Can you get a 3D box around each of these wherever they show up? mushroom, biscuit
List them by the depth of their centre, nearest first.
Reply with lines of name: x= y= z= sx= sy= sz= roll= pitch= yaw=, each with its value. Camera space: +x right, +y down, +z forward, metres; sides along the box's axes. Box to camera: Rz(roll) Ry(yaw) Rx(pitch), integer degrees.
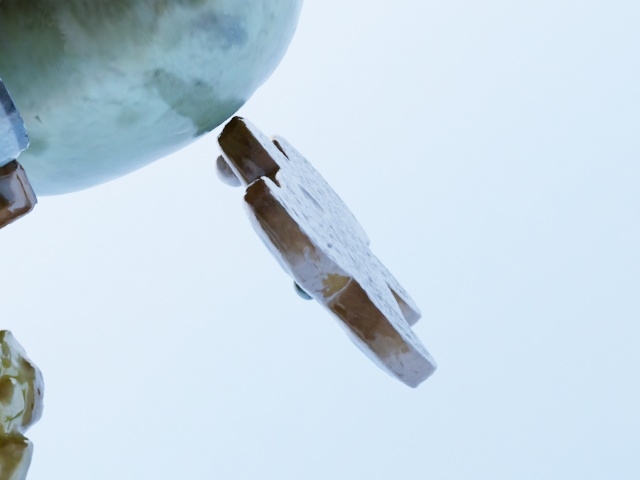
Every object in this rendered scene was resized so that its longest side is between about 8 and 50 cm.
mushroom: x=-0.174 y=-0.181 z=1.342 sx=0.352 sy=0.260 sz=0.352 roll=-20 pitch=-153 yaw=11
biscuit: x=-0.003 y=0.001 z=1.345 sx=0.049 sy=0.205 sz=0.324 roll=-41 pitch=-160 yaw=9

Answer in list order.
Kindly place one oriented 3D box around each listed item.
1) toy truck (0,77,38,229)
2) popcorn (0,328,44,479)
toy truck: x=-0.309 y=-0.160 z=0.978 sx=0.173 sy=0.387 sz=0.207 roll=-30 pitch=-142 yaw=-17
popcorn: x=-0.273 y=0.122 z=1.257 sx=0.180 sy=0.170 sz=0.180 roll=-10 pitch=-122 yaw=17
